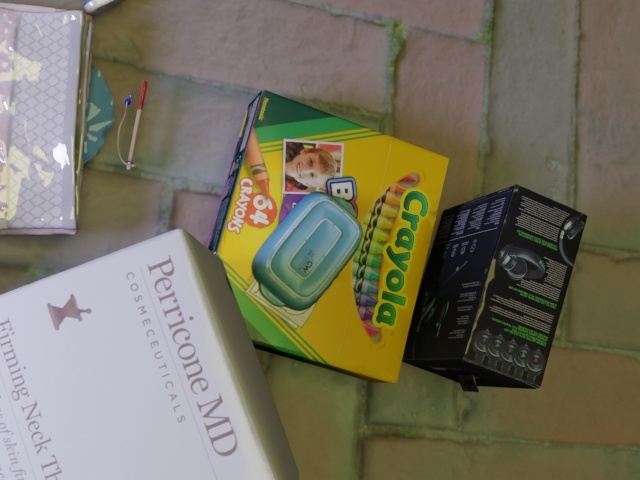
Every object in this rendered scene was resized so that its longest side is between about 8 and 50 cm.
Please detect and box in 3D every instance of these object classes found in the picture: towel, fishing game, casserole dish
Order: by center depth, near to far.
[{"bbox_3d":[-0.481,-0.172,1.354,0.317,0.053,0.332,2,82,-7],"label":"towel"},{"bbox_3d":[-0.013,0.013,1.402,0.114,0.037,0.188,42,74,-10],"label":"casserole dish"},{"bbox_3d":[-0.389,-0.183,1.419,0.264,0.041,0.189,9,80,-8],"label":"fishing game"}]

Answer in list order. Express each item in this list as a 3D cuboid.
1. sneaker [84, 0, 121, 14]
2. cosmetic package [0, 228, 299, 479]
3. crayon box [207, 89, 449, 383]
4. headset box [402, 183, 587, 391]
[{"bbox_3d":[-0.307,-0.403,1.460,0.152,0.058,0.085,-41,102,-22],"label":"sneaker"},{"bbox_3d":[-0.267,0.218,1.189,0.393,0.327,0.329,-21,82,-1],"label":"cosmetic package"},{"bbox_3d":[0.000,0.000,1.482,0.313,0.106,0.363,18,78,-15],"label":"crayon box"},{"bbox_3d":[0.250,0.086,1.478,0.131,0.246,0.283,22,76,-14],"label":"headset box"}]
